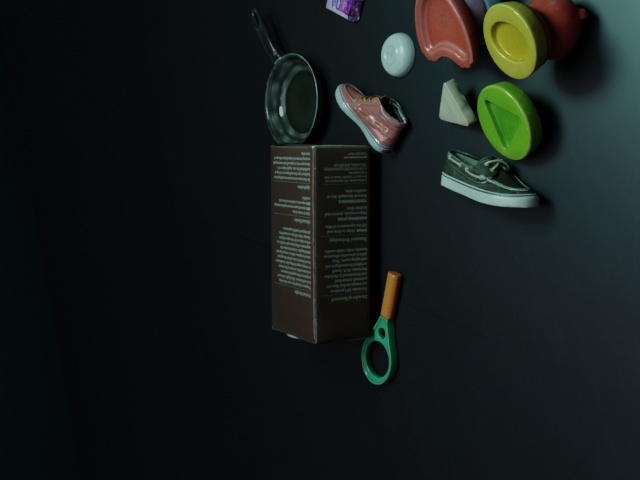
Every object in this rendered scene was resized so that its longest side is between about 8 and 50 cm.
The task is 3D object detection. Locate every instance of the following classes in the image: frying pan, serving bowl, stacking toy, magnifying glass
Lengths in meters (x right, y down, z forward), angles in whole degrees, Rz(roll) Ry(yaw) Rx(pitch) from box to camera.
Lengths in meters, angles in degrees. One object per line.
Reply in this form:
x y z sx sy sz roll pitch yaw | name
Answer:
-0.085 -0.333 2.258 0.326 0.053 0.197 53 133 39 | frying pan
0.139 -0.347 1.974 0.083 0.027 0.083 7 98 54 | serving bowl
0.302 -0.301 1.737 0.309 0.130 0.280 38 148 49 | stacking toy
0.124 0.171 2.046 0.092 0.026 0.231 31 117 48 | magnifying glass

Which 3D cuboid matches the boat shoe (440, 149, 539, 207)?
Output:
0.280 -0.104 1.766 0.219 0.077 0.070 25 114 52 | boat shoe

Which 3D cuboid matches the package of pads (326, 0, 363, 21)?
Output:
0.047 -0.469 2.084 0.083 0.032 0.050 40 127 44 | package of pads

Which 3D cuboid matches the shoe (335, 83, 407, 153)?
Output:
0.099 -0.255 2.012 0.178 0.063 0.081 56 133 27 | shoe

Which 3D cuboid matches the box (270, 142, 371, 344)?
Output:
0.000 0.000 2.088 0.191 0.143 0.382 11 101 60 | box
